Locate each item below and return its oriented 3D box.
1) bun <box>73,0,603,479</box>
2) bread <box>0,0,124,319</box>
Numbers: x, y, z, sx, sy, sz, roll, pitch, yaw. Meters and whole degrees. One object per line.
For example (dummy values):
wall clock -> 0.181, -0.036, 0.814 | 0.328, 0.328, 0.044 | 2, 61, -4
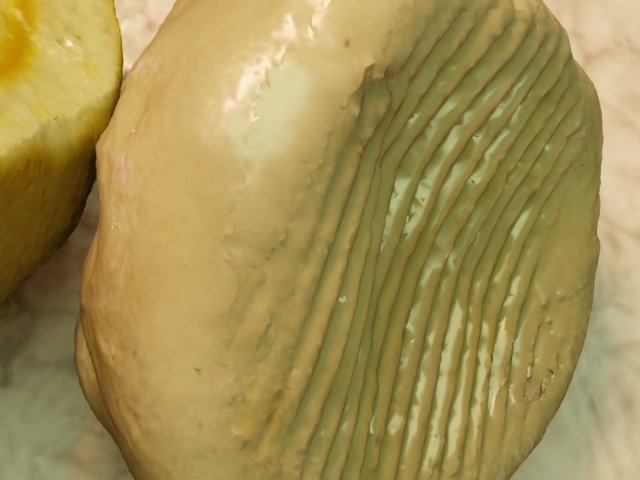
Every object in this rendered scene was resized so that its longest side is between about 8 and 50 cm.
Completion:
bun -> 0.000, 0.000, 0.611 | 0.133, 0.231, 0.231 | 13, 54, 40
bread -> -0.166, -0.038, 0.594 | 0.186, 0.124, 0.257 | 31, 33, 15
